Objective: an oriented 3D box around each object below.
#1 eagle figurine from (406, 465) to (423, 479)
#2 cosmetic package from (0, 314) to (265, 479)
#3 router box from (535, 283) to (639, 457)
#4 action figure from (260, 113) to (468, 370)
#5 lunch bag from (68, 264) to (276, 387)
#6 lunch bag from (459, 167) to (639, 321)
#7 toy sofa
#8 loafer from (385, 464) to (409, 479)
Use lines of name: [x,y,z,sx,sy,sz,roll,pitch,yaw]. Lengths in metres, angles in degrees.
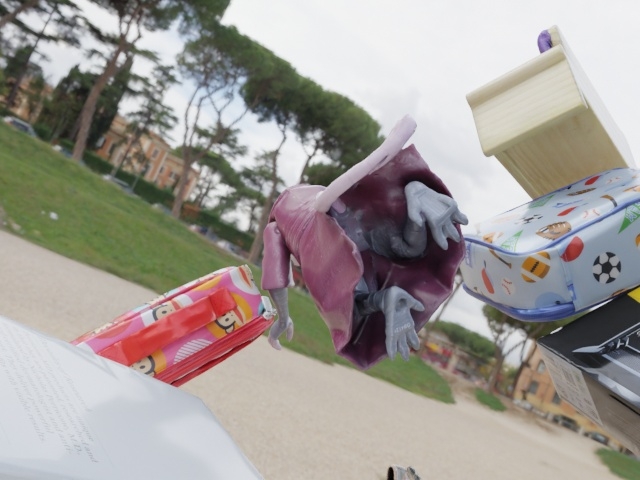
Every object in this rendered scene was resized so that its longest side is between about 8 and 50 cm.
eagle figurine: [0.150,0.331,0.491,0.298,0.226,0.225,10,-41,37]
cosmetic package: [-0.205,0.172,0.394,0.156,0.217,0.385,40,-5,35]
router box: [0.384,0.114,0.619,0.081,0.243,0.309,64,-4,-13]
action figure: [0.000,0.000,0.840,0.275,0.248,0.370,57,-14,-29]
lunch bag: [-0.207,0.130,0.844,0.258,0.293,0.120,-32,-94,54]
lunch bag: [0.335,-0.006,0.878,0.303,0.115,0.243,-20,9,-10]
toy sofa: [0.375,-0.142,1.048,0.150,0.177,0.362,-26,-40,29]
loafer: [0.091,0.357,0.884,0.039,0.125,0.045,35,-35,-30]
